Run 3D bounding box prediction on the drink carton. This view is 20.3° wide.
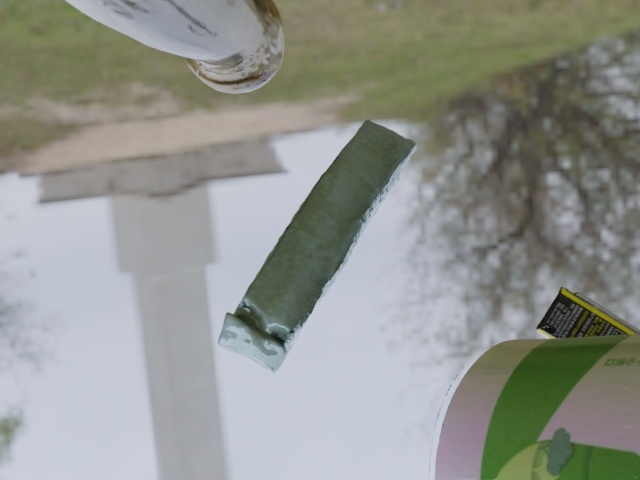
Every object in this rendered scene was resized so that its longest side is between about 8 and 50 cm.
[{"bbox_3d":[0.289,0.107,1.704,0.165,0.056,0.071,31,-176,9],"label":"drink carton"}]

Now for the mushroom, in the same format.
[{"bbox_3d":[-0.180,-0.272,1.850,0.154,0.137,0.407,-38,146,8],"label":"mushroom"}]

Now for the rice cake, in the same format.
[{"bbox_3d":[0.000,0.000,1.612,0.066,0.063,0.336,27,-139,7],"label":"rice cake"}]

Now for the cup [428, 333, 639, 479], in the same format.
[{"bbox_3d":[0.239,0.166,1.231,0.274,0.253,0.253,4,-167,43],"label":"cup"}]
